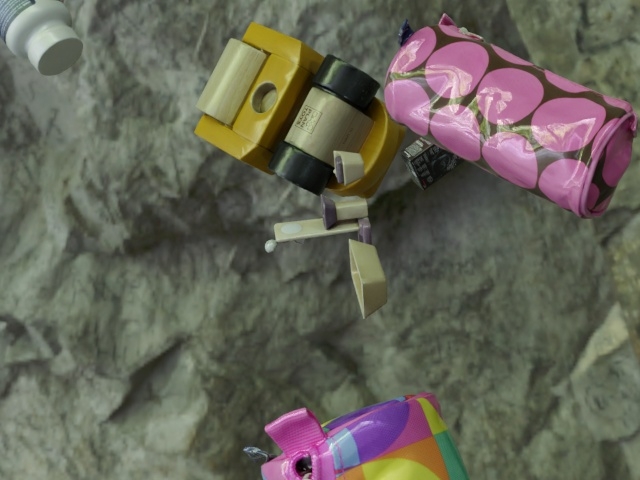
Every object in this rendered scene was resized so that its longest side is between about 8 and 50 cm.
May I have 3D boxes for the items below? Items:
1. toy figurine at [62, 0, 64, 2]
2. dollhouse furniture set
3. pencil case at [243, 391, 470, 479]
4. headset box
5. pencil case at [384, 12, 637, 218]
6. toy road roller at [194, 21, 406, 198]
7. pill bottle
[{"bbox_3d":[-0.306,-0.342,1.125,0.130,0.159,0.173,2,-57,27],"label":"toy figurine"},{"bbox_3d":[0.000,0.000,0.712,0.081,0.114,0.091,-7,-61,-4],"label":"dollhouse furniture set"},{"bbox_3d":[0.045,0.188,0.455,0.104,0.237,0.104,-21,-12,-5],"label":"pencil case"},{"bbox_3d":[0.161,-0.121,1.372,0.083,0.032,0.062,-37,-48,-5],"label":"headset box"},{"bbox_3d":[0.149,-0.101,0.767,0.098,0.209,0.095,-52,-32,-6],"label":"pencil case"},{"bbox_3d":[-0.016,-0.185,1.562,0.240,0.329,0.203,24,-84,-51],"label":"toy road roller"},{"bbox_3d":[-0.278,-0.215,0.921,0.067,0.120,0.067,-36,-15,-11],"label":"pill bottle"}]
